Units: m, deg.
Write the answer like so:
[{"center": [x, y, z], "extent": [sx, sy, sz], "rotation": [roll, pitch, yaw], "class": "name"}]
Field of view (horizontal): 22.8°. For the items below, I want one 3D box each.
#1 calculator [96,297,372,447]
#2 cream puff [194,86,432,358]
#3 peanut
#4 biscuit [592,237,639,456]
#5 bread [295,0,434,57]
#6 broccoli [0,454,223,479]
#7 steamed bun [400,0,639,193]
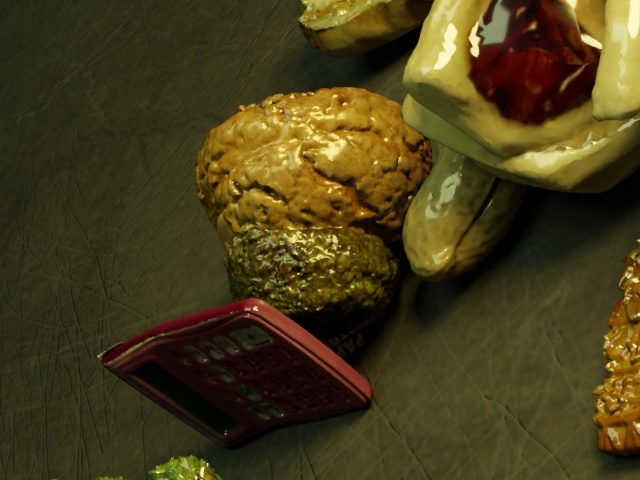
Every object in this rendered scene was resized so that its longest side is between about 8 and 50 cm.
[{"center": [-0.060, 0.095, 1.133], "extent": [0.190, 0.126, 0.034], "rotation": [-21, 38, 45], "class": "calculator"}, {"center": [0.000, 0.000, 1.132], "extent": [0.183, 0.183, 0.169], "rotation": [-25, 64, 43], "class": "cream puff"}, {"center": [0.107, -0.050, 1.080], "extent": [0.080, 0.080, 0.174], "rotation": [8, 70, 59], "class": "peanut"}, {"center": [0.217, 0.023, 0.889], "extent": [0.126, 0.025, 0.206], "rotation": [-13, 51, 51], "class": "biscuit"}, {"center": [0.080, -0.230, 1.297], "extent": [0.232, 0.088, 0.128], "rotation": [-24, 51, 34], "class": "bread"}, {"center": [-0.168, 0.222, 1.023], "extent": [0.269, 0.269, 0.254], "rotation": [-29, 24, 40], "class": "broccoli"}, {"center": [0.227, -0.190, 0.908], "extent": [0.247, 0.189, 0.428], "rotation": [42, 101, 17], "class": "steamed bun"}]
